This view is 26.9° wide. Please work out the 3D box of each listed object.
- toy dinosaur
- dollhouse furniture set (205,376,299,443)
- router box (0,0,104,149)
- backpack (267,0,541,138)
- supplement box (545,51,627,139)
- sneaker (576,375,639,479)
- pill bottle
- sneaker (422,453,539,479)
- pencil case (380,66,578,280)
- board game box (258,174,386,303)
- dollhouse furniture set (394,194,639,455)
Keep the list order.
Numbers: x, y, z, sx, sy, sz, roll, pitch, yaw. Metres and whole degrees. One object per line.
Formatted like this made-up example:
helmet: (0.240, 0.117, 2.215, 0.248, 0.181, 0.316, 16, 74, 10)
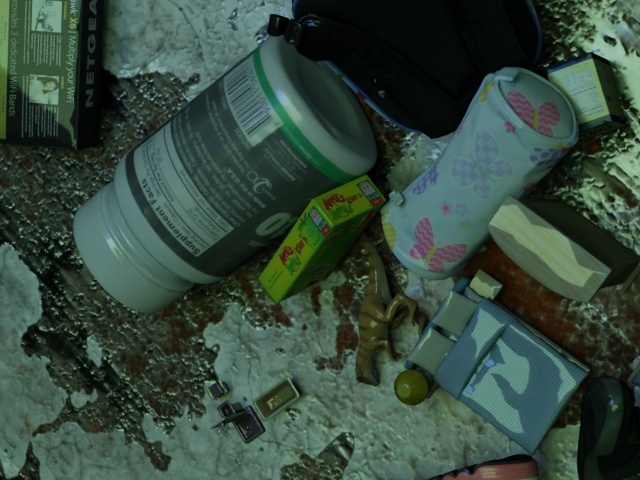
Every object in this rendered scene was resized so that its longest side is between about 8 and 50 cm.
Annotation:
toy dinosaur: (0.075, 0.081, 1.667, 0.112, 0.064, 0.212, 5, 94, 26)
dollhouse furniture set: (-0.097, 0.204, 1.738, 0.114, 0.081, 0.091, -37, 77, 21)
router box: (-0.424, -0.288, 1.835, 0.242, 0.081, 0.309, 7, 100, 13)
backpack: (0.116, -0.263, 1.541, 0.276, 0.213, 0.263, -29, 118, 20)
supplement box: (0.306, -0.165, 1.541, 0.056, 0.083, 0.083, -18, 83, 24)
sneaker: (0.353, 0.220, 1.482, 0.130, 0.228, 0.087, -5, 48, 5)
pill bottle: (-0.125, -0.075, 1.676, 0.361, 0.204, 0.204, -36, 77, 22)
sneaker: (0.128, 0.355, 1.602, 0.313, 0.116, 0.136, -23, 76, 33)
pencil case: (0.178, -0.074, 1.542, 0.124, 0.113, 0.273, 51, 132, 14)
board game box: (0.000, 0.000, 1.639, 0.043, 0.092, 0.181, 52, 141, 14)
dollhouse furniture set: (0.247, 0.137, 1.516, 0.286, 0.198, 0.303, 38, 107, 19)
